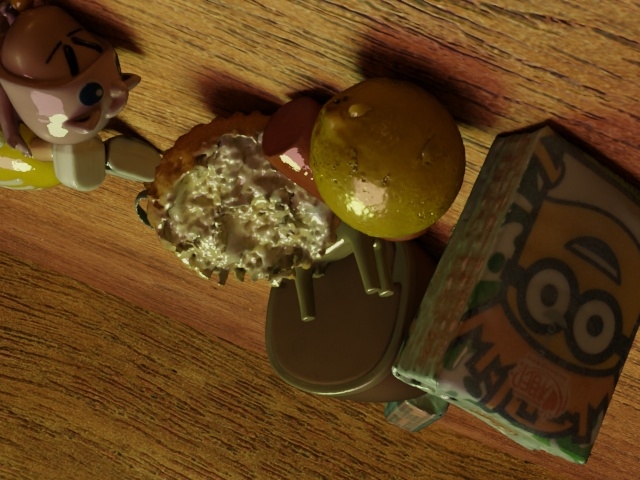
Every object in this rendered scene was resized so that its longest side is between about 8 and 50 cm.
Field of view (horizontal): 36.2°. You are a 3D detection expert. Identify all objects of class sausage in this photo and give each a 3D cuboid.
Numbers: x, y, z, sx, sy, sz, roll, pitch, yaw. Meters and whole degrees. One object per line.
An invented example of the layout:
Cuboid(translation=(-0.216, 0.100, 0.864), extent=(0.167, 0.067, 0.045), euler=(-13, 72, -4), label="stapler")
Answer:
Cuboid(translation=(0.050, -0.082, 1.268), extent=(0.259, 0.114, 0.113), euler=(32, 161, -28), label="sausage")

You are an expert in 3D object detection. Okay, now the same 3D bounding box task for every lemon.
Cuboid(translation=(0.071, -0.094, 1.087), extent=(0.173, 0.174, 0.206), euler=(9, 160, 39), label="lemon")

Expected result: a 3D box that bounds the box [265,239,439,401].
Cuboid(translation=(0.080, 0.122, 1.594), extent=(0.300, 0.301, 0.216), euler=(9, 170, 39), label="box")

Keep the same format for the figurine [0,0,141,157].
Cuboid(translation=(-0.389, -0.227, 1.271), extent=(0.287, 0.176, 0.186), euler=(21, 142, 21), label="figurine")

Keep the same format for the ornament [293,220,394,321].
Cuboid(translation=(0.000, 0.000, 1.517), extent=(0.061, 0.245, 0.230), euler=(13, 149, -43), label="ornament")

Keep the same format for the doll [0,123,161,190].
Cuboid(translation=(-0.480, -0.155, 1.674), extent=(0.348, 0.161, 0.423), euler=(16, 175, -33), label="doll")

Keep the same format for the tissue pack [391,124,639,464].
Cuboid(translation=(0.246, 0.062, 1.100), extent=(0.228, 0.311, 0.128), euler=(30, 167, -22), label="tissue pack")

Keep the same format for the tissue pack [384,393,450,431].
Cuboid(translation=(0.210, 0.242, 1.890), extent=(0.103, 0.228, 0.316), euler=(22, 164, 3), label="tissue pack")

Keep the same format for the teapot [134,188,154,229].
Cuboid(translation=(-0.181, -0.074, 1.524), extent=(0.239, 0.162, 0.149), euler=(-21, 133, 24), label="teapot")

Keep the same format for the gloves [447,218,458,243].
Cuboid(translation=(0.256, -0.003, 1.320), extent=(0.153, 0.070, 0.114), euler=(3, 149, 48), label="gloves")

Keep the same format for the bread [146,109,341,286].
Cuboid(translation=(-0.107, -0.065, 1.368), extent=(0.274, 0.274, 0.149), euler=(30, -159, -26), label="bread")

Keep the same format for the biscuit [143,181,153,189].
Cuboid(translation=(-0.240, -0.078, 1.812), extent=(0.187, 0.027, 0.188), euler=(20, 166, 5), label="biscuit")
